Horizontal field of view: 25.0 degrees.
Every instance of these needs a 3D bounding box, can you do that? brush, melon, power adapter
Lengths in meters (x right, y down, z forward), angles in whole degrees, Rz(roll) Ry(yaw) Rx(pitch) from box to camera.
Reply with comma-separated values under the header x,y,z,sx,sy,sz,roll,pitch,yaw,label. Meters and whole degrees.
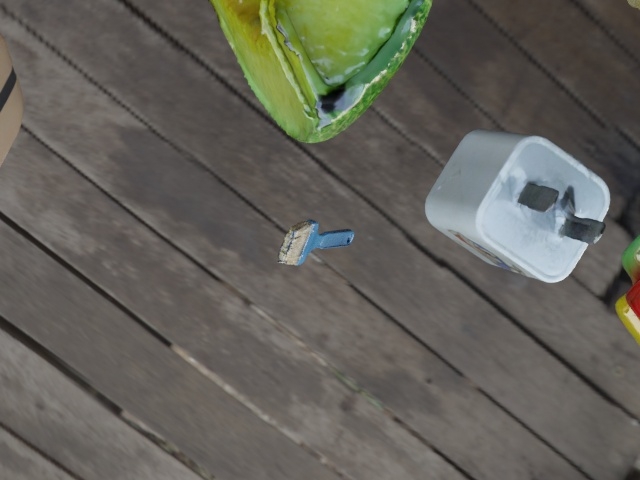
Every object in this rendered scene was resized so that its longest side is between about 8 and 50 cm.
x,y,z,sx,sy,sz,roll,pitch,yaw,label
0.000,0.000,1.572,0.014,0.164,0.051,29,104,21,brush
-0.011,-0.183,0.871,0.129,0.169,0.265,-25,79,-11,melon
0.214,-0.035,1.471,0.130,0.205,0.125,33,86,-19,power adapter

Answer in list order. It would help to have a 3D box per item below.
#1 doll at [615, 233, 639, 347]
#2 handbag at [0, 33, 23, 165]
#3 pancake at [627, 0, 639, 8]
x,y,z,sx,sy,sz,roll,pitch,yaw,label
0.265,0.134,0.632,0.160,0.183,0.363,-27,78,24,doll
-0.471,-0.140,1.673,0.149,0.283,0.302,13,53,12,handbag
0.363,-0.155,0.907,0.382,0.382,0.071,2,100,-20,pancake
